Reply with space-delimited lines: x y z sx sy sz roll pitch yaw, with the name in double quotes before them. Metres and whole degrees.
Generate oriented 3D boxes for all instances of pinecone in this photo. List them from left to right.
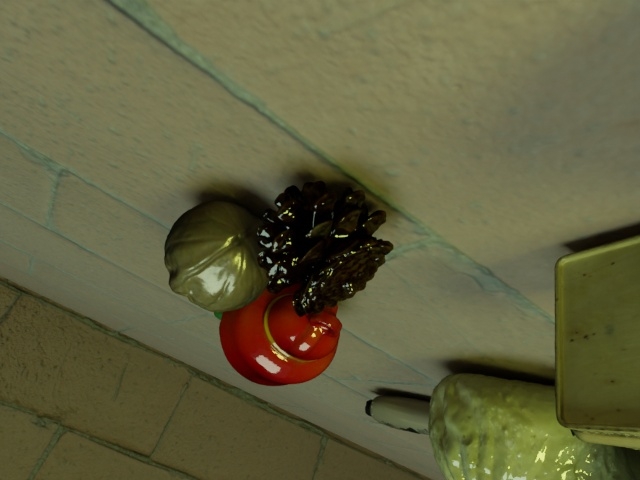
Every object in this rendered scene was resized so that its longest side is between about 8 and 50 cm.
"pinecone" -0.001 0.002 0.462 0.121 0.140 0.140 47 166 28

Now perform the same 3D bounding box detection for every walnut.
"walnut" -0.126 0.020 0.583 0.140 0.140 0.162 29 168 -14

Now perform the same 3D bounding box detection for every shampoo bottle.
"shampoo bottle" 0.210 0.431 1.156 0.127 0.078 0.257 36 152 -27

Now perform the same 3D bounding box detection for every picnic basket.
"picnic basket" 0.257 0.080 0.363 0.080 0.164 0.115 23 156 -21

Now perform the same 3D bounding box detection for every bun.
"bun" 0.342 0.369 0.768 0.349 0.227 0.352 22 156 -3

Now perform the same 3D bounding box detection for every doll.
"doll" -0.067 0.148 0.745 0.183 0.160 0.363 37 151 -13
